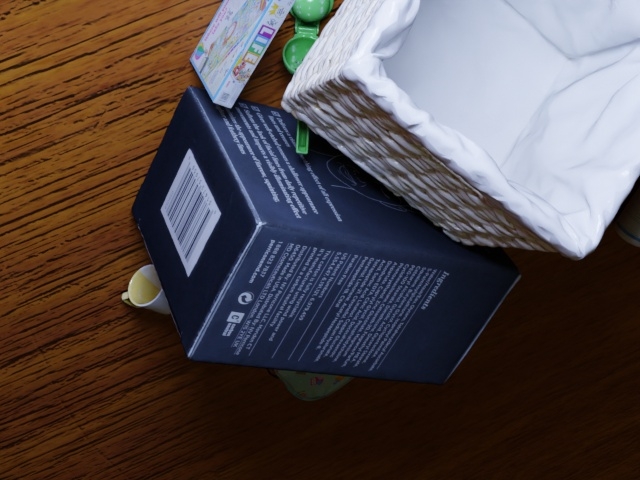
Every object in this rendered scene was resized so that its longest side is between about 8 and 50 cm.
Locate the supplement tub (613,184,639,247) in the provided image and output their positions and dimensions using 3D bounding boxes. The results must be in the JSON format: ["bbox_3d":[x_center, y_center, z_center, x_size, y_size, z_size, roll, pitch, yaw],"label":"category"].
[{"bbox_3d":[0.544,-0.048,1.744,0.071,0.071,0.107,8,125,-32],"label":"supplement tub"}]

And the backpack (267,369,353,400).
[{"bbox_3d":[-0.010,0.156,1.594,0.166,0.144,0.188,-38,138,0],"label":"backpack"}]

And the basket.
[{"bbox_3d":[0.187,-0.200,1.146,0.328,0.266,0.331,36,79,-18],"label":"basket"}]

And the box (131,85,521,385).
[{"bbox_3d":[0.000,0.000,1.356,0.395,0.293,0.212,10,123,-32],"label":"box"}]

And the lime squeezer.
[{"bbox_3d":[-0.018,-0.262,1.265,0.058,0.110,0.310,7,96,9],"label":"lime squeezer"}]

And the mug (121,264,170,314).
[{"bbox_3d":[-0.232,0.072,1.477,0.064,0.078,0.062,39,72,-52],"label":"mug"}]

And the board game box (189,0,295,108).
[{"bbox_3d":[-0.093,-0.246,1.229,0.026,0.103,0.154,16,120,-36],"label":"board game box"}]
